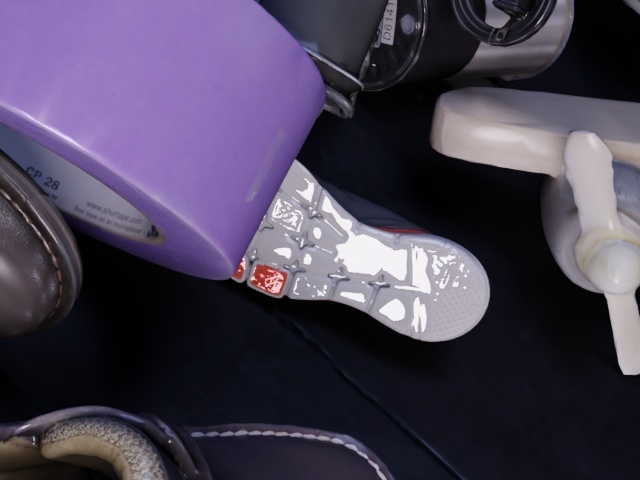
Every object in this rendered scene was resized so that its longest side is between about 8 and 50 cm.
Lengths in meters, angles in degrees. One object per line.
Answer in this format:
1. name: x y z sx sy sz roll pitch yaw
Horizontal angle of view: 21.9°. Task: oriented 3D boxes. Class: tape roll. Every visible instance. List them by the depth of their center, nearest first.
1. tape roll: -0.098 -0.064 0.632 0.189 0.080 0.189 27 -11 6

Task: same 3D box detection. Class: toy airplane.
1. toy airplane: 0.304 -0.017 0.867 0.386 0.272 0.384 9 3 40

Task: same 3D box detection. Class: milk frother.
1. milk frother: 0.097 -0.133 0.917 0.134 0.129 0.143 -10 39 -44

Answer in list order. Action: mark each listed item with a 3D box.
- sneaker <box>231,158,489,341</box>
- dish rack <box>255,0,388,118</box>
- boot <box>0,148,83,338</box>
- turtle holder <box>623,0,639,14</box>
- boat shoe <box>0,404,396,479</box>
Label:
1. sneaker: 0.000 0.000 0.762 0.158 0.061 0.065 28 6 -5
2. dish rack: -0.064 -0.123 0.774 0.208 0.074 0.271 29 -2 1
3. boot: -0.218 0.036 0.520 0.263 0.091 0.229 21 41 -12
4. turtle holder: 0.278 -0.225 1.126 0.320 0.243 0.227 -5 1 -4
5. boat shoe: -0.072 0.100 0.524 0.285 0.092 0.103 -3 46 -40
